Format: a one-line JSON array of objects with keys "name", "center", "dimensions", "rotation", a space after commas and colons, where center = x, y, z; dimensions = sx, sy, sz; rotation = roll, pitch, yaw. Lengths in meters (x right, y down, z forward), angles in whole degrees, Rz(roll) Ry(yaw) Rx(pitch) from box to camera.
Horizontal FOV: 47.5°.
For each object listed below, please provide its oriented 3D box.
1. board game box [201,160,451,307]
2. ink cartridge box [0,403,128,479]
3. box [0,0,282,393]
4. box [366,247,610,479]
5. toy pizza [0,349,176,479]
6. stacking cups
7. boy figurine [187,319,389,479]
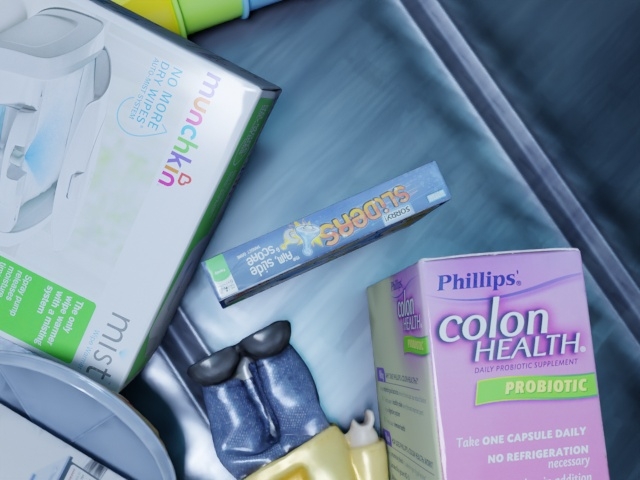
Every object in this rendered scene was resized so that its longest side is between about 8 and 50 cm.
[{"name": "board game box", "center": [0.000, 0.000, 0.624], "dimensions": [0.201, 0.136, 0.035], "rotation": [-24, 85, -8]}, {"name": "ink cartridge box", "center": [-0.207, 0.226, 0.555], "dimensions": [0.191, 0.139, 0.082], "rotation": [32, 39, -6]}, {"name": "box", "center": [-0.192, -0.055, 0.580], "dimensions": [0.231, 0.127, 0.262], "rotation": [28, 102, -1]}, {"name": "box", "center": [0.121, 0.141, 0.577], "dimensions": [0.117, 0.213, 0.243], "rotation": [-5, 82, -6]}, {"name": "toy pizza", "center": [-0.203, 0.157, 0.576], "dimensions": [0.201, 0.201, 0.032], "rotation": [28, 39, -1]}, {"name": "stacking cups", "center": [-0.055, -0.252, 0.685], "dimensions": [0.316, 0.096, 0.096], "rotation": [-20, 84, -12]}, {"name": "boy figurine", "center": [-0.020, 0.219, 0.614], "dimensions": [0.177, 0.092, 0.285], "rotation": [-23, 81, -9]}]
